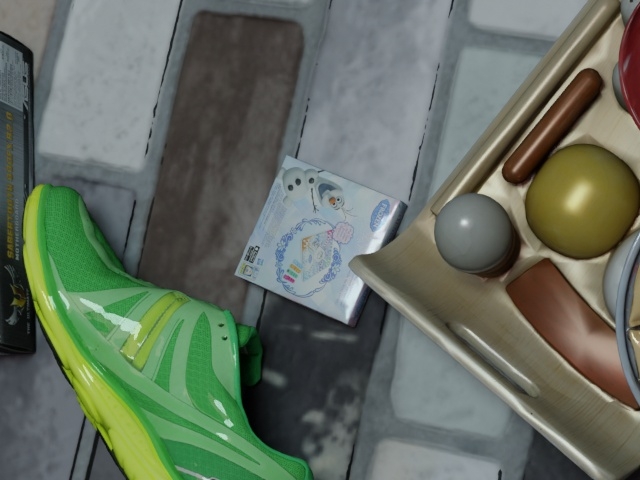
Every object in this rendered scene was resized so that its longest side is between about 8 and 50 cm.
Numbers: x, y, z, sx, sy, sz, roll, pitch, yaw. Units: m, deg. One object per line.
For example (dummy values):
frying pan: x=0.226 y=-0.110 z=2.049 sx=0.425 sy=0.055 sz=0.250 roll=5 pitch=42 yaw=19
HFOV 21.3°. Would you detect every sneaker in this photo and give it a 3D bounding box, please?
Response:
sneaker: x=-0.105 y=0.080 z=1.136 sx=0.123 sy=0.109 sz=0.295 roll=-30 pitch=68 yaw=-12

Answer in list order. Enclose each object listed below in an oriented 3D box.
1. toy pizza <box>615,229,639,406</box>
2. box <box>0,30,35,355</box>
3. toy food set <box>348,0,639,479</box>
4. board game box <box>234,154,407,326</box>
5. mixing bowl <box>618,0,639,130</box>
toy pizza: x=0.270 y=0.043 z=0.980 sx=0.201 sy=0.032 sz=0.201 roll=-1 pitch=99 yaw=-7
box: x=-0.300 y=-0.026 z=1.235 sx=0.183 sy=0.056 sz=0.231 roll=-6 pitch=78 yaw=18
toy food set: x=0.190 y=-0.036 z=1.043 sx=0.220 sy=0.092 sz=0.306 roll=40 pitch=95 yaw=22
board game box: x=0.000 y=0.000 z=1.143 sx=0.090 sy=0.020 sz=0.090 roll=23 pitch=88 yaw=23
mixing bowl: x=0.262 y=-0.121 z=0.947 sx=0.181 sy=0.098 sz=0.181 roll=-1 pitch=61 yaw=3
